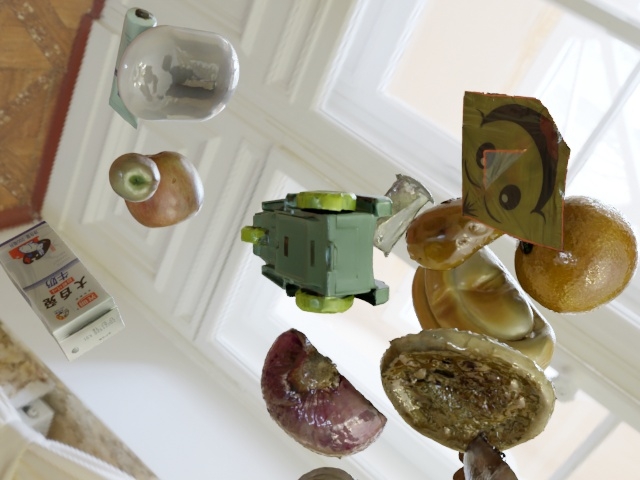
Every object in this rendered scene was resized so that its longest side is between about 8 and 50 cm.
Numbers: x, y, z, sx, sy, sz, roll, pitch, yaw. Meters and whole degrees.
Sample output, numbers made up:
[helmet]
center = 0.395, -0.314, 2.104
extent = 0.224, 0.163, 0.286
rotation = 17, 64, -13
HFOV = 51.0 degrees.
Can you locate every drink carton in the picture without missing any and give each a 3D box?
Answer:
[drink carton]
center = -0.536, 0.097, 1.371
extent = 0.130, 0.315, 0.106
rotation = -35, 141, -24

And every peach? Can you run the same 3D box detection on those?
[peach]
center = -0.302, -0.103, 1.087
extent = 0.083, 0.083, 0.083
rotation = -45, 159, -22

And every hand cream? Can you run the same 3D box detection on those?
[hand cream]
center = -0.457, -0.420, 1.633
extent = 0.067, 0.109, 0.320
rotation = -38, 165, -41

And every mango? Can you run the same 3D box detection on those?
[mango]
center = 0.316, -0.020, 1.541
extent = 0.249, 0.156, 0.151
rotation = -18, 172, 6

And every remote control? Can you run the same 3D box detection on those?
[remote control]
center = -0.318, -0.376, 1.540
extent = 0.332, 0.103, 0.221
rotation = -8, 128, -49

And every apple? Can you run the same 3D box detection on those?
[apple]
center = -0.378, -0.124, 1.607
extent = 0.188, 0.188, 0.173
rotation = -32, 116, -46

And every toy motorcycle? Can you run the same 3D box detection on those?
[toy motorcycle]
center = 0.000, 0.000, 1.178
extent = 0.200, 0.326, 0.191
rotation = -3, 100, -28

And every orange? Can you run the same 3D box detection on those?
[orange]
center = 0.577, 0.033, 1.523
extent = 0.274, 0.274, 0.274
rotation = -45, 159, -22

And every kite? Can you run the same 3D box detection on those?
[kite]
center = 0.353, -0.127, 1.287
extent = 0.013, 0.377, 0.327
rotation = -14, 160, -28

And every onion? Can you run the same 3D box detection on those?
[onion]
center = -0.006, 0.328, 1.322
extent = 0.159, 0.267, 0.348
rotation = -42, 156, -10

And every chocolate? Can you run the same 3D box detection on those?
[chocolate]
center = 0.278, 0.401, 1.045
extent = 0.083, 0.161, 0.261
rotation = -32, 174, 0

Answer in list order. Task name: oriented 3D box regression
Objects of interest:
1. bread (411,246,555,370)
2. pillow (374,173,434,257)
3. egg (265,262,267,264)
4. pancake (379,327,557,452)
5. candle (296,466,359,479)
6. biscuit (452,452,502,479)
[bread]
center = 0.431, 0.163, 1.717
extent = 0.329, 0.424, 0.245
rotation = -19, 152, -26
[pillow]
center = 0.222, -0.083, 2.062
extent = 0.169, 0.059, 0.255
rotation = 31, 104, -29
[egg]
center = -0.071, 0.046, 2.063
extent = 0.228, 0.177, 0.177
rotation = 15, 112, -51
[pancake]
center = 0.270, 0.297, 1.311
extent = 0.065, 0.356, 0.356
rotation = -52, 166, -43
[candle]
center = 0.021, 0.474, 1.101
extent = 0.187, 0.187, 0.330
rotation = -49, 128, -11
[biscuit]
center = 0.389, 0.569, 1.647
extent = 0.138, 0.031, 0.205
rotation = -37, -159, 13
